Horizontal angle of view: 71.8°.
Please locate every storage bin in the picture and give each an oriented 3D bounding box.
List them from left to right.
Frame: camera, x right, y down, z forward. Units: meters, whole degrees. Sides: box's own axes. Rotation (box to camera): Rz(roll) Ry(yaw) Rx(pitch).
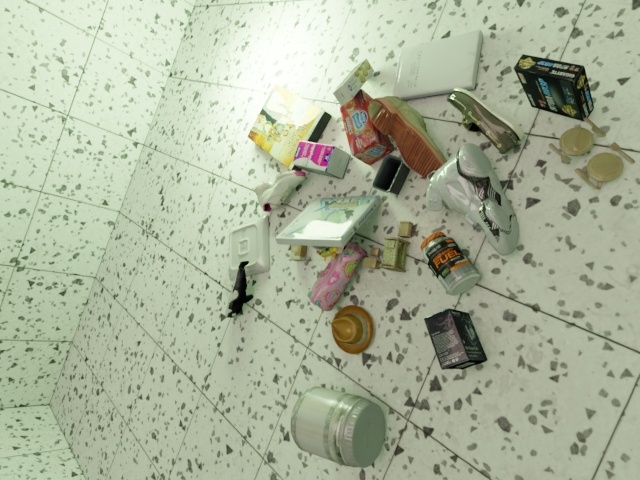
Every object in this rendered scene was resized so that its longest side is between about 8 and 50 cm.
[{"bbox_3d":[0.264,-0.237,1.637,0.098,0.091,0.135,29,97,41],"label":"storage bin"}]

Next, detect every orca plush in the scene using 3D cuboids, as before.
[{"bbox_3d":[-0.360,0.236,2.052,0.151,0.102,0.287,-150,74,-75],"label":"orca plush"}]

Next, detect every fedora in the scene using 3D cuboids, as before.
[{"bbox_3d":[0.102,0.327,1.633,0.194,0.079,0.194,-12,70,38],"label":"fedora"}]

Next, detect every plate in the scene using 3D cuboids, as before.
[{"bbox_3d":[-0.357,0.035,2.121,0.277,0.045,0.278,-17,68,37],"label":"plate"}]

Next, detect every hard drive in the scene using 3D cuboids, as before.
[{"bbox_3d":[0.427,-0.640,1.640,0.318,0.040,0.210,5,82,41],"label":"hard drive"}]

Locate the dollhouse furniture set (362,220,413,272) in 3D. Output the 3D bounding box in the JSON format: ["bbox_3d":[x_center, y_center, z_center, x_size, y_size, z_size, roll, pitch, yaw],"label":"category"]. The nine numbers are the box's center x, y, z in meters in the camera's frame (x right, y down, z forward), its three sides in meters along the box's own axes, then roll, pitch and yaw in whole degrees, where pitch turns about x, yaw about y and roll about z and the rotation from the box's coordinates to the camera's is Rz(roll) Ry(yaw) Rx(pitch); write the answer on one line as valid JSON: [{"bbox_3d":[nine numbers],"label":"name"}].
[{"bbox_3d":[0.227,0.012,1.594,0.161,0.101,0.182,3,81,41],"label":"dollhouse furniture set"}]

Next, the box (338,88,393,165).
[{"bbox_3d":[0.176,-0.445,1.741,0.122,0.128,0.257,-27,62,31],"label":"box"}]

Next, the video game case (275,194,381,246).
[{"bbox_3d":[0.029,-0.080,1.706,0.329,0.036,0.300,2,38,40],"label":"video game case"}]

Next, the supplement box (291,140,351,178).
[{"bbox_3d":[0.001,-0.343,1.876,0.220,0.114,0.111,20,92,43],"label":"supplement box"}]

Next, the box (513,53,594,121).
[{"bbox_3d":[0.669,-0.434,1.261,0.175,0.220,0.051,36,97,40],"label":"box"}]

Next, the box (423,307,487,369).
[{"bbox_3d":[0.407,0.299,1.330,0.093,0.156,0.158,-32,60,29],"label":"box"}]

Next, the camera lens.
[{"bbox_3d":[0.052,0.627,1.500,0.274,0.219,0.219,-3,77,40],"label":"camera lens"}]

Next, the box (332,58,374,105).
[{"bbox_3d":[0.135,-0.629,1.744,0.063,0.067,0.324,-25,22,37],"label":"box"}]

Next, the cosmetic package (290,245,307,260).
[{"bbox_3d":[-0.092,0.030,1.899,0.060,0.041,0.115,-5,75,40],"label":"cosmetic package"}]

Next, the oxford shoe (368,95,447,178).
[{"bbox_3d":[0.344,-0.382,1.580,0.397,0.146,0.140,55,152,15],"label":"oxford shoe"}]

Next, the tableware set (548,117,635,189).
[{"bbox_3d":[0.763,-0.240,1.253,0.128,0.039,0.194,-37,62,13],"label":"tableware set"}]

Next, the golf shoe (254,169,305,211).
[{"bbox_3d":[-0.174,-0.222,2.005,0.306,0.115,0.140,-20,77,42],"label":"golf shoe"}]

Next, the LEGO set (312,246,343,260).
[{"bbox_3d":[0.000,0.000,1.699,0.132,0.107,0.287,-57,17,17],"label":"LEGO set"}]

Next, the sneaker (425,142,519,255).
[{"bbox_3d":[0.471,-0.104,1.406,0.210,0.137,0.366,-32,72,46],"label":"sneaker"}]

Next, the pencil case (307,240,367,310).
[{"bbox_3d":[0.062,0.129,1.693,0.124,0.124,0.284,42,107,39],"label":"pencil case"}]

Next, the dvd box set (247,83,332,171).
[{"bbox_3d":[-0.161,-0.537,2.095,0.420,0.062,0.308,42,106,39],"label":"dvd box set"}]

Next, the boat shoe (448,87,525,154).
[{"bbox_3d":[0.522,-0.397,1.451,0.091,0.109,0.305,-48,56,14],"label":"boat shoe"}]

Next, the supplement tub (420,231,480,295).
[{"bbox_3d":[0.409,0.071,1.416,0.117,0.117,0.190,-45,54,22],"label":"supplement tub"}]
